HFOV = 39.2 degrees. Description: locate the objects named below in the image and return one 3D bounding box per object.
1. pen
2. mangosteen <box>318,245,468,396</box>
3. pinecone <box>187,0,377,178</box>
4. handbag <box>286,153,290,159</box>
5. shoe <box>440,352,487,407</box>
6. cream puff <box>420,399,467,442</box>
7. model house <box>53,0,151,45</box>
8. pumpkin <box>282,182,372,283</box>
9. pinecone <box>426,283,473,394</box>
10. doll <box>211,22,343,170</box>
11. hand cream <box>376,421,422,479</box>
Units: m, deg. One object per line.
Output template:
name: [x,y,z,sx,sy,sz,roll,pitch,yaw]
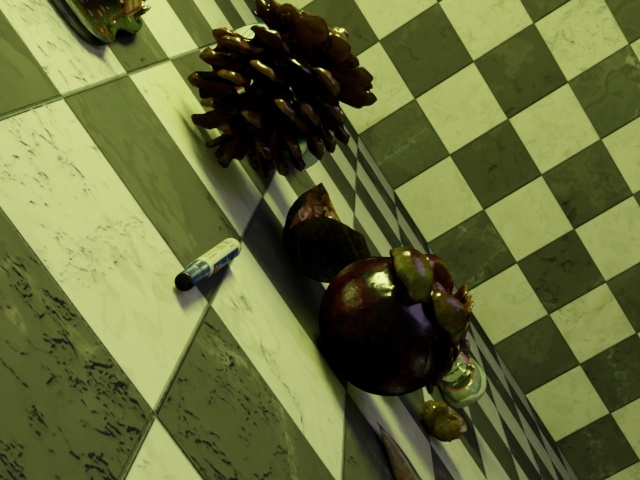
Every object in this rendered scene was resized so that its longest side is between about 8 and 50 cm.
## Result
pen: [-0.116,0.024,0.949,0.025,0.025,0.204,58,11,-4]
mangosteen: [0.096,0.109,1.204,0.210,0.210,0.210,55,11,-16]
pinecone: [-0.067,-0.208,1.250,0.264,0.264,0.264,55,11,-16]
handbag: [-0.075,-0.238,1.762,0.270,0.089,0.175,-45,111,-79]
shoe: [0.265,0.238,1.869,0.125,0.099,0.227,60,2,-38]
cream puff: [0.207,0.313,1.540,0.058,0.083,0.083,-60,142,-32]
model house: [-0.252,-0.374,1.108,0.207,0.154,0.294,54,11,-14]
pumpkin: [0.000,0.000,1.329,0.119,0.108,0.183,60,-1,-32]
pinecone: [0.145,0.134,1.417,0.208,0.208,0.208,55,11,-16]
doll: [-0.077,-0.238,1.470,0.257,0.215,0.161,49,26,24]
hand cream: [0.122,0.326,1.161,0.067,0.043,0.209,52,7,-40]
